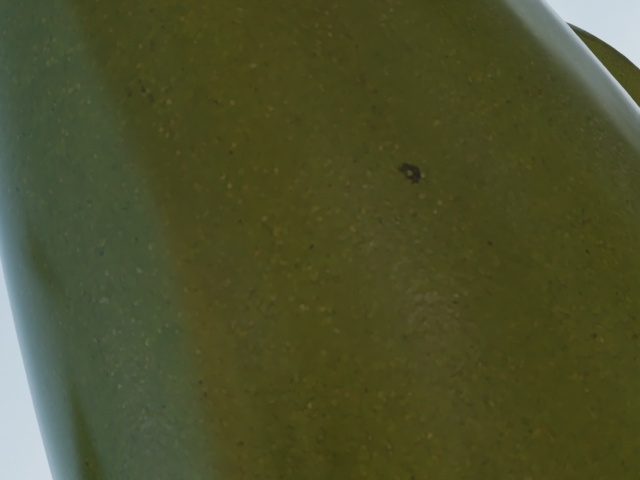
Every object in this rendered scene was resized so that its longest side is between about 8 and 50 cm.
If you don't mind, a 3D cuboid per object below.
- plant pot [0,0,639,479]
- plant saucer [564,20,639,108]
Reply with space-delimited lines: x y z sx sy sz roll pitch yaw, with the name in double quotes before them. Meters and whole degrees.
"plant pot" 0.000 0.000 0.585 0.275 0.275 0.293 -29 -87 -29
"plant saucer" 0.101 -0.018 0.985 0.037 0.241 0.241 -51 -36 -51
